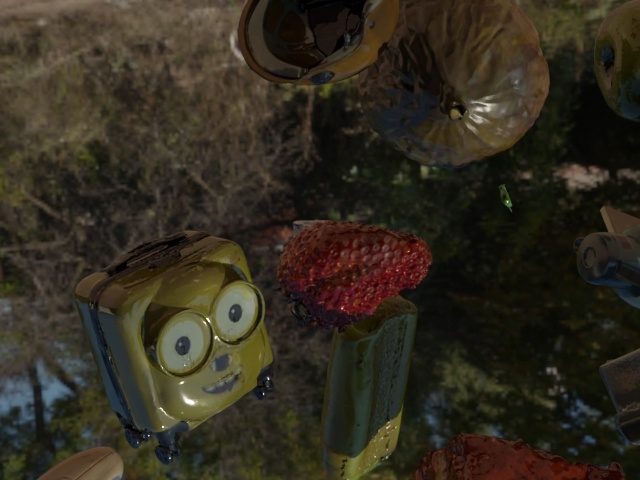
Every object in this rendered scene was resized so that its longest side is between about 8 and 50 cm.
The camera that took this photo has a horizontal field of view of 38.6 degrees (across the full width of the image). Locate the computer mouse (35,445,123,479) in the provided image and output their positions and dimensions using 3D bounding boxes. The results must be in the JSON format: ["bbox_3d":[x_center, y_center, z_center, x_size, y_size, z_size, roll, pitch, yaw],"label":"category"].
[{"bbox_3d":[-0.416,0.410,1.442,0.236,0.082,0.145,-39,168,-25],"label":"computer mouse"}]

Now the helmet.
[{"bbox_3d":[0.012,-0.294,1.220,0.224,0.198,0.130,-29,155,29],"label":"helmet"}]

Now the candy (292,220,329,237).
[{"bbox_3d":[0.000,0.000,1.806,0.092,0.073,0.160,1,-176,-15],"label":"candy"}]

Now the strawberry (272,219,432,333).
[{"bbox_3d":[0.026,0.032,1.349,0.236,0.175,0.107,-39,146,14],"label":"strawberry"}]

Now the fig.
[{"bbox_3d":[0.181,-0.229,1.289,0.286,0.286,0.368,-4,-167,11],"label":"fig"}]

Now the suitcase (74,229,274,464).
[{"bbox_3d":[-0.159,0.115,1.070,0.194,0.234,0.143,-29,-153,-35],"label":"suitcase"}]

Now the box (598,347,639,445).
[{"bbox_3d":[0.512,0.194,1.285,0.148,0.129,0.210,-10,160,-35],"label":"box"}]

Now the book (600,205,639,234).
[{"bbox_3d":[0.602,0.014,1.642,0.199,0.138,0.016,18,128,-17],"label":"book"}]

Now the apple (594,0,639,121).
[{"bbox_3d":[0.517,-0.283,1.427,0.157,0.196,0.196,-4,180,-7],"label":"apple"}]

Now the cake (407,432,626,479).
[{"bbox_3d":[0.259,0.451,1.327,0.270,0.270,0.319,17,148,-13],"label":"cake"}]

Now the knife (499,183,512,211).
[{"bbox_3d":[0.340,-0.073,1.675,0.015,0.054,0.212,-20,-179,12],"label":"knife"}]

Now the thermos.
[{"bbox_3d":[0.539,0.049,1.410,0.287,0.144,0.182,6,-163,-23],"label":"thermos"}]

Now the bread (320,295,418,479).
[{"bbox_3d":[0.071,0.252,1.589,0.166,0.383,0.112,-25,-136,-35],"label":"bread"}]
